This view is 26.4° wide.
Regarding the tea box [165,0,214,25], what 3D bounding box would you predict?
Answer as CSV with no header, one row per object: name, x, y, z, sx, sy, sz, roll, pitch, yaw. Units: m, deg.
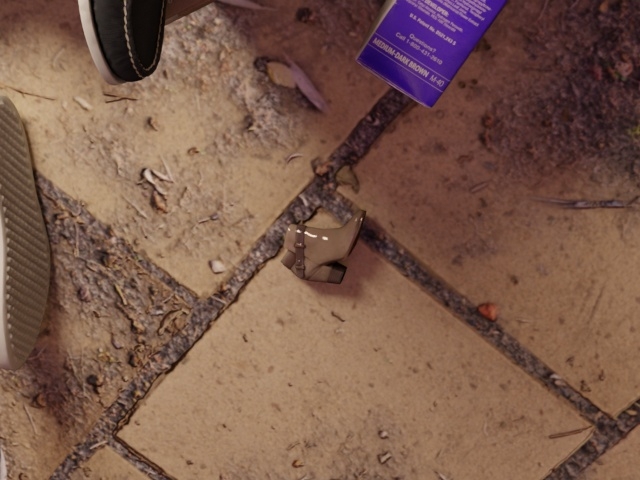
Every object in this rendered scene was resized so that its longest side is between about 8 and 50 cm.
tea box,-0.161,-0.415,1.386,0.220,0.329,0.324,-24,107,20

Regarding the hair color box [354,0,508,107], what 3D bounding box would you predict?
hair color box,0.178,-0.323,1.443,0.110,0.185,0.339,31,117,-4

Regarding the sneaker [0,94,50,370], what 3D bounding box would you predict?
sneaker,-0.446,-0.012,1.752,0.150,0.135,0.366,3,107,18

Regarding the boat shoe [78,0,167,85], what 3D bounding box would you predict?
boat shoe,-0.156,-0.281,1.201,0.091,0.114,0.303,6,117,14

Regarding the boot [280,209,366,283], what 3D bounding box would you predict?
boot,0.000,0.000,1.711,0.087,0.042,0.118,24,110,8
